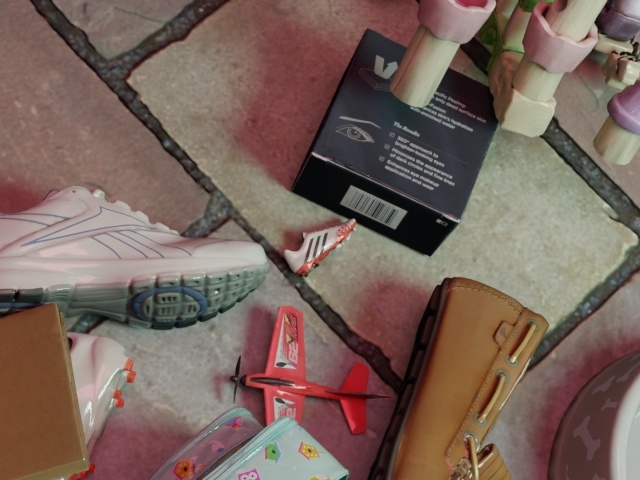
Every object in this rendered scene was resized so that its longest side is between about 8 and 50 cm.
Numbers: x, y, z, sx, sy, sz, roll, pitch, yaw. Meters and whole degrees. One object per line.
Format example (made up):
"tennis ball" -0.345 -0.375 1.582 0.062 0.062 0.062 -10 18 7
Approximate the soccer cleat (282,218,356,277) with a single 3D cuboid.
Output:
"soccer cleat" 0.000 0.000 1.644 0.083 0.029 0.035 -41 87 -22

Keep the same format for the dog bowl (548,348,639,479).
"dog bowl" 0.394 0.241 1.615 0.348 0.102 0.349 6 65 -14

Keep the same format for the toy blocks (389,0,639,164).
"toy blocks" 0.238 -0.269 1.639 0.308 0.260 0.289 16 36 -15

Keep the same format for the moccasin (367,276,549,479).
"moccasin" 0.118 0.215 1.535 0.147 0.139 0.380 20 54 2

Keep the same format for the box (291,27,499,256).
"box" 0.077 -0.094 1.670 0.156 0.093 0.158 25 63 -3

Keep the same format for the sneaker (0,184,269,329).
"sneaker" -0.191 0.009 1.543 0.297 0.111 0.129 1 61 -17

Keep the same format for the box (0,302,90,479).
"box" -0.301 0.147 1.432 0.201 0.021 0.164 -16 54 -1

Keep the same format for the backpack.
"backpack" -0.065 0.224 1.437 0.166 0.188 0.144 -36 81 -26

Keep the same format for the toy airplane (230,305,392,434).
"toy airplane" -0.010 0.135 1.582 0.151 0.028 0.151 5 69 -14

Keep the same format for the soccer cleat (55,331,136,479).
"soccer cleat" -0.226 0.168 1.489 0.076 0.068 0.196 18 61 8
